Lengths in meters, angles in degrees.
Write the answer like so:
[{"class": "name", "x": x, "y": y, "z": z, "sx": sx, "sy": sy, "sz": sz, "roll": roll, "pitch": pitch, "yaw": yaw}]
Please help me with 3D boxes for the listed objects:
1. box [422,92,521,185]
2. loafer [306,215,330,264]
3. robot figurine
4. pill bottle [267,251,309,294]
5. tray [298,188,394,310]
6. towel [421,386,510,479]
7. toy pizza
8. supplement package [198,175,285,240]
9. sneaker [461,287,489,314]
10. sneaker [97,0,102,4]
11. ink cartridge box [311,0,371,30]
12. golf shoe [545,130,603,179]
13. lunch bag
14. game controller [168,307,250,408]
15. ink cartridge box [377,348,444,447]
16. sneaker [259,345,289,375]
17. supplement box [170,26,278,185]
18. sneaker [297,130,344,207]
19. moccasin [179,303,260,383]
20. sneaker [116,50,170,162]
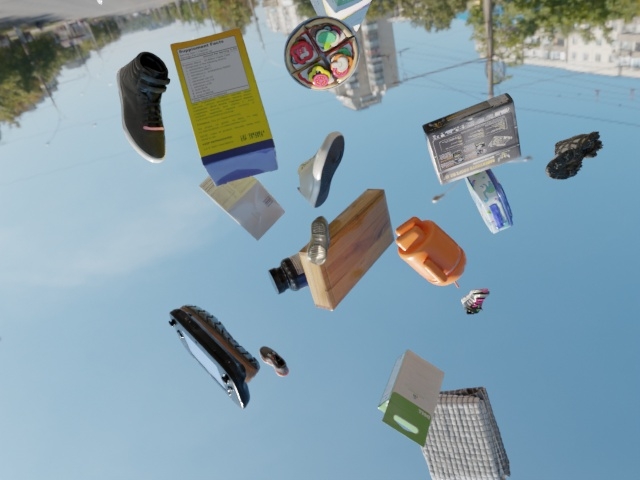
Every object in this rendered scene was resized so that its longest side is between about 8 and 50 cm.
[{"class": "box", "x": 0.412, "y": -0.269, "z": 1.270, "sx": 0.231, "sy": 0.183, "sz": 0.056, "roll": -20, "pitch": -139, "yaw": 13}, {"class": "loafer", "x": 0.000, "y": 0.000, "z": 1.183, "sx": 0.056, "sy": 0.147, "sz": 0.050, "roll": 17, "pitch": -140, "yaw": 9}, {"class": "robot figurine", "x": 0.293, "y": 0.031, "z": 1.228, "sx": 0.128, "sy": 0.219, "sz": 0.158, "roll": -53, "pitch": -160, "yaw": -6}, {"class": "pill bottle", "x": -0.065, "y": 0.102, "z": 1.624, "sx": 0.220, "sy": 0.122, "sz": 0.123, "roll": -23, "pitch": -150, "yaw": -13}, {"class": "tray", "x": 0.102, "y": 0.016, "z": 1.492, "sx": 0.076, "sy": 0.202, "sz": 0.411, "roll": 6, "pitch": -146, "yaw": 36}, {"class": "towel", "x": 0.419, "y": 0.585, "z": 1.419, "sx": 0.235, "sy": 0.283, "sz": 0.121, "roll": -17, "pitch": 179, "yaw": 38}, {"class": "toy pizza", "x": 0.005, "y": -0.481, "z": 1.227, "sx": 0.202, "sy": 0.201, "sz": 0.032, "roll": -12, "pitch": -134, "yaw": 5}, {"class": "supplement package", "x": -0.269, "y": -0.143, "z": 1.616, "sx": 0.149, "sy": 0.194, "sz": 0.203, "roll": -46, "pitch": -128, "yaw": -6}, {"class": "sneaker", "x": 0.566, "y": 0.224, "z": 1.695, "sx": 0.063, "sy": 0.170, "sz": 0.074, "roll": -1, "pitch": -115, "yaw": -11}, {"class": "sneaker", "x": -0.619, "y": -0.733, "z": 1.276, "sx": 0.137, "sy": 0.210, "sz": 0.366, "roll": -35, "pitch": -165, "yaw": -32}, {"class": "ink cartridge box", "x": 0.040, "y": -0.713, "z": 1.296, "sx": 0.119, "sy": 0.207, "sz": 0.353, "roll": -26, "pitch": -176, "yaw": -3}, {"class": "golf shoe", "x": 0.653, "y": -0.222, "z": 1.247, "sx": 0.198, "sy": 0.077, "sz": 0.094, "roll": -31, "pitch": -157, "yaw": -18}, {"class": "lunch bag", "x": 0.547, "y": -0.136, "z": 1.516, "sx": 0.090, "sy": 0.219, "sz": 0.175, "roll": -25, "pitch": -134, "yaw": 17}, {"class": "game controller", "x": -0.288, "y": 0.298, "z": 1.199, "sx": 0.067, "sy": 0.166, "sz": 0.319, "roll": -25, "pitch": -141, "yaw": -34}, {"class": "ink cartridge box", "x": 0.204, "y": 0.366, "z": 1.078, "sx": 0.109, "sy": 0.062, "sz": 0.209, "roll": 33, "pitch": -136, "yaw": 1}, {"class": "sneaker", "x": -0.172, "y": 0.437, "z": 1.757, "sx": 0.061, "sy": 0.064, "sz": 0.158, "roll": -30, "pitch": -132, "yaw": -33}, {"class": "supplement box", "x": -0.260, "y": -0.363, "z": 1.306, "sx": 0.194, "sy": 0.356, "sz": 0.195, "roll": -16, "pitch": 172, "yaw": -5}, {"class": "sneaker", "x": -0.017, "y": -0.236, "z": 1.475, "sx": 0.123, "sy": 0.290, "sz": 0.106, "roll": 42, "pitch": -132, "yaw": 18}, {"class": "moccasin", "x": -0.400, "y": 0.394, "z": 1.757, "sx": 0.147, "sy": 0.380, "sz": 0.139, "roll": -44, "pitch": -175, "yaw": 2}, {"class": "sneaker", "x": -0.453, "y": -0.362, "z": 1.237, "sx": 0.105, "sy": 0.295, "sz": 0.147, "roll": -8, "pitch": 168, "yaw": -47}]
